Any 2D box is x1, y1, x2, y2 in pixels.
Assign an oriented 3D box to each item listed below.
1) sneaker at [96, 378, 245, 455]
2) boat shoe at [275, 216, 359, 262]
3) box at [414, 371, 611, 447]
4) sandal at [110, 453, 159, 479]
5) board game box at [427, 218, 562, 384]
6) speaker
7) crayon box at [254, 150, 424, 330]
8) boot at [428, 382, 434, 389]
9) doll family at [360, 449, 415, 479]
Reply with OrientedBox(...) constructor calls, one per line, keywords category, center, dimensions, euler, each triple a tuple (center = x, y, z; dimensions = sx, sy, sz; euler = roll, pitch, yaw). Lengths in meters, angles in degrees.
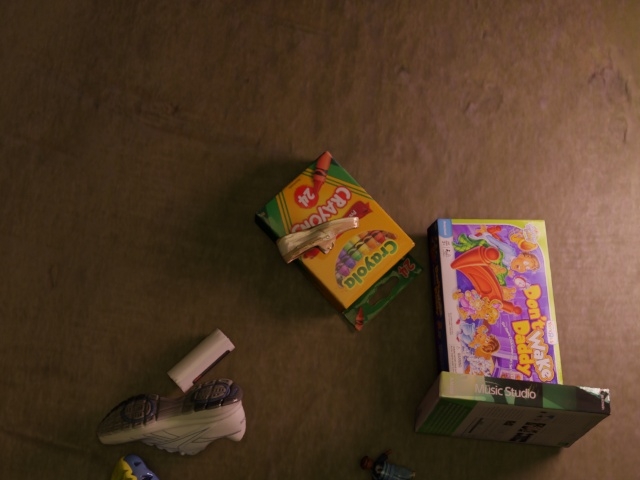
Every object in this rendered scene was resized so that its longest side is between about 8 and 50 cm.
OrientedBox(category="sneaker", center=(-0.283, 0.360, 1.870), dimensions=(0.297, 0.111, 0.129), euler=(-10, 117, 8))
OrientedBox(category="boat shoe", center=(0.000, 0.000, 1.921), dimensions=(0.170, 0.063, 0.059), euler=(-19, 83, 1))
OrientedBox(category="box", center=(0.360, 0.328, 1.878), dimensions=(0.322, 0.232, 0.058), euler=(6, 62, -5))
OrientedBox(category="sandal", center=(-0.280, 0.537, 1.843), dimensions=(0.138, 0.126, 0.317), euler=(-26, 75, -41))
OrientedBox(category="board game box", center=(0.349, 0.132, 1.976), dimensions=(0.233, 0.078, 0.347), euler=(0, 74, -11))
OrientedBox(category="speaker", center=(-0.237, 0.237, 1.930), dimensions=(0.136, 0.055, 0.055), euler=(-42, 85, -13))
OrientedBox(category="crayon box", center=(0.045, 0.001, 1.995), dimensions=(0.202, 0.081, 0.318), euler=(-43, 85, -13))
OrientedBox(category="boot", center=(0.268, 0.250, 1.985), dimensions=(0.106, 0.037, 0.114), euler=(2, 80, -17))
OrientedBox(category="doll family", center=(0.113, 0.501, 1.891), dimensions=(0.111, 0.076, 0.193), euler=(20, 51, -3))
